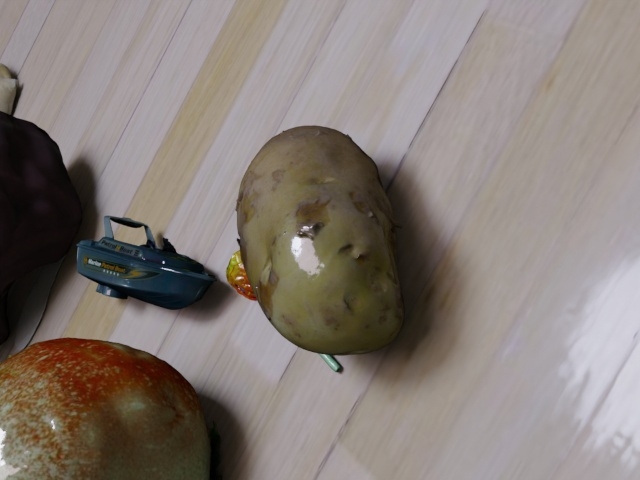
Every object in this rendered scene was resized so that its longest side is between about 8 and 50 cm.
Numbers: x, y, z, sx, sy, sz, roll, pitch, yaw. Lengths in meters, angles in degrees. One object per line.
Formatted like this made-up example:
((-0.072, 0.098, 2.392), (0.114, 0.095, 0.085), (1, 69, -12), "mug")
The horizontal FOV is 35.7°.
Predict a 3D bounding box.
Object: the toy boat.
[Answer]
((-0.207, 0.030, 1.210), (0.246, 0.093, 0.103), (10, 87, 49), "toy boat")

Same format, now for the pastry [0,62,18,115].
((-0.611, -0.251, 1.771), (0.166, 0.088, 0.165), (-19, 61, 40), "pastry")

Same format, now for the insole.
((-0.413, 0.071, 1.475), (0.065, 0.004, 0.197), (21, 88, 49), "insole")

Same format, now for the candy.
((-0.036, 0.073, 1.054), (0.060, 0.060, 0.201), (-54, 51, 14), "candy")

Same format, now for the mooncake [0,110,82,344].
((-0.536, 0.002, 1.399), (0.381, 0.351, 0.212), (-57, 47, 28), "mooncake")

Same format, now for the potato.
((0.000, 0.000, 0.969), (0.165, 0.165, 0.262), (-45, 39, 22), "potato")

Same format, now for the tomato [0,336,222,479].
((-0.245, 0.246, 1.040), (0.239, 0.303, 0.303), (2, 73, 31), "tomato")
